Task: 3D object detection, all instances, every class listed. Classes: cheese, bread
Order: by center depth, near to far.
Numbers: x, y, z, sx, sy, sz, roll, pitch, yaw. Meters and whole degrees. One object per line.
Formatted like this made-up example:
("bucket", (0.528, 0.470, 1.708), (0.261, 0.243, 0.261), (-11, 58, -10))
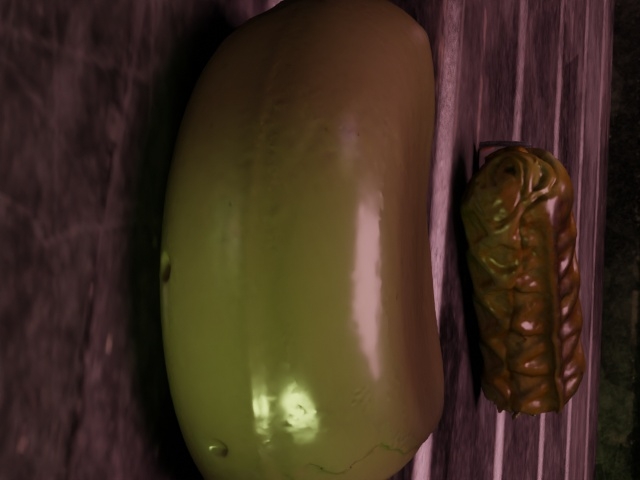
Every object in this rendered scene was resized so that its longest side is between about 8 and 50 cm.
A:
("cheese", (0.000, 0.000, 0.516), (0.175, 0.091, 0.202), (-15, 106, -75))
("bread", (0.175, 0.036, 1.128), (0.087, 0.098, 0.269), (-99, 177, -52))

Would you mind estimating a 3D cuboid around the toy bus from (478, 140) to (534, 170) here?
("toy bus", (0.168, -0.049, 1.176), (0.102, 0.052, 0.058), (51, 42, -69))
